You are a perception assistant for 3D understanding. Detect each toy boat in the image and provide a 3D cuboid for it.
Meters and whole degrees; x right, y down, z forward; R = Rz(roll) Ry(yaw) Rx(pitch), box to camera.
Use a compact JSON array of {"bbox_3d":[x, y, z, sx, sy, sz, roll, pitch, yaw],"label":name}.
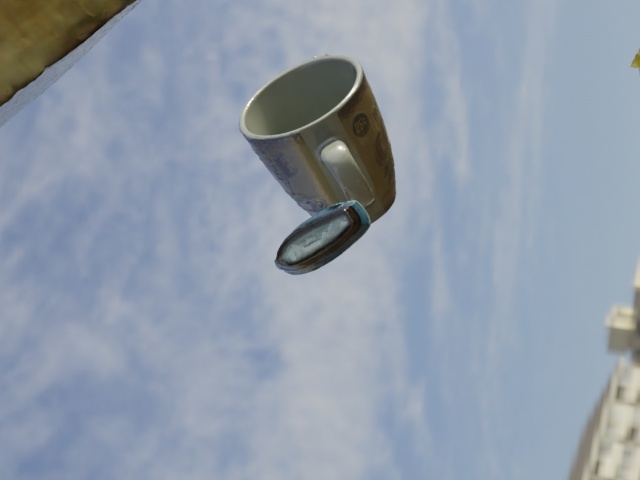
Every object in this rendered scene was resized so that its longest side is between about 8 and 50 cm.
[{"bbox_3d":[0.000,0.000,1.881,0.060,0.137,0.061,59,-161,11],"label":"toy boat"}]

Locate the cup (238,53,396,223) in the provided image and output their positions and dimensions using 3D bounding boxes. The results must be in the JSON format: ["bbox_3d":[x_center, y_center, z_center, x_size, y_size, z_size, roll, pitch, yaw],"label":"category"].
[{"bbox_3d":[0.033,-0.134,2.577,0.257,0.227,0.301,57,-178,-31],"label":"cup"}]

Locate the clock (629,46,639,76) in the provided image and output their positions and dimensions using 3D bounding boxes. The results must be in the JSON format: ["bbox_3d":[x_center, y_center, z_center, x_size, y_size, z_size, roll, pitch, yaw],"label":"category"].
[{"bbox_3d":[0.564,-0.216,1.736,0.368,0.376,0.250,-67,-7,27],"label":"clock"}]

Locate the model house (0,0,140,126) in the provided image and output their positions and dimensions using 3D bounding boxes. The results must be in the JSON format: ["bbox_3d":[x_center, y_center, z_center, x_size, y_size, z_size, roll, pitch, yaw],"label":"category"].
[{"bbox_3d":[-0.442,-0.285,1.728,0.342,0.382,0.334,48,-126,-9],"label":"model house"}]
